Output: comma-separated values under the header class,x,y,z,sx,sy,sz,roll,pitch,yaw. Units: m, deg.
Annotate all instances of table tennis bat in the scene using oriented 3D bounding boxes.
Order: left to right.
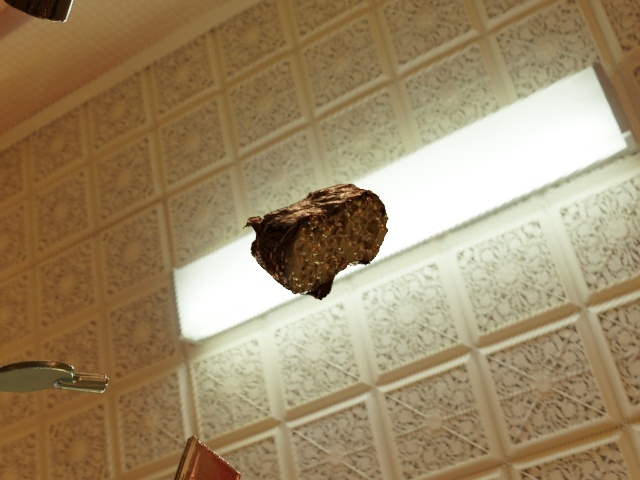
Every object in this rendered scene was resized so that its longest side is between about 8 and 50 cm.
class,x,y,z,sx,sy,sz,roll,pitch,yaw
table tennis bat,-0.503,0.259,1.722,0.153,0.244,0.040,-28,-118,35

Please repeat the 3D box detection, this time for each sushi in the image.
class,x,y,z,sx,sy,sz,roll,pitch,yaw
sushi,0.000,0.000,1.396,0.212,0.147,0.115,-32,-150,-30

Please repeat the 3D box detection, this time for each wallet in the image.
class,x,y,z,sx,sy,sz,roll,pitch,yaw
wallet,-0.195,0.434,1.464,0.025,0.119,0.232,-32,-154,31

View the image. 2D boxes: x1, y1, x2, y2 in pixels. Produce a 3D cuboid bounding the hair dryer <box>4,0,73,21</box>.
class,x,y,z,sx,sy,sz,roll,pitch,yaw
hair dryer,-0.488,-0.441,1.288,0.107,0.352,0.189,41,-66,40
